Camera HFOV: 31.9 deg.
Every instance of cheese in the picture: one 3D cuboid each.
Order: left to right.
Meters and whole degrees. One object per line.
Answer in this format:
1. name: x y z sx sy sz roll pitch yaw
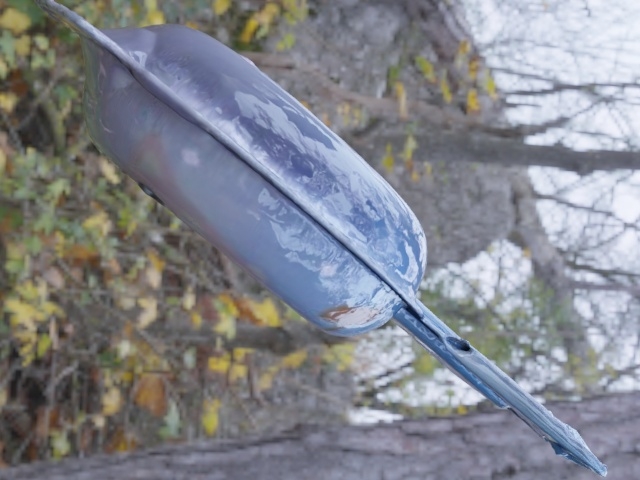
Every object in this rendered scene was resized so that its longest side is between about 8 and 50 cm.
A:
1. cheese: 0.000 0.000 0.387 0.052 0.244 0.135 -50 -151 -2
